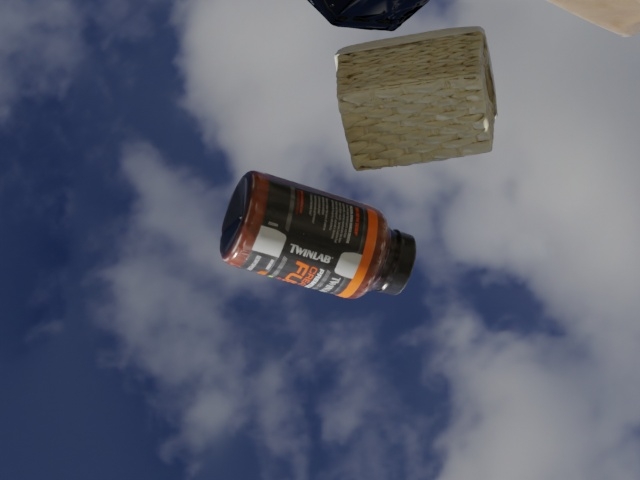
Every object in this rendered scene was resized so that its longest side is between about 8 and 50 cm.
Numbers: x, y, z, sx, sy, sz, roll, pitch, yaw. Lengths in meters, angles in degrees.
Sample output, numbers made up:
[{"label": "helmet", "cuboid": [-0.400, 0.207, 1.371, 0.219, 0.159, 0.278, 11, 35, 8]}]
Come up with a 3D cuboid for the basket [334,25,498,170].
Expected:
[{"label": "basket", "cuboid": [0.102, -0.148, 1.240, 0.103, 0.167, 0.113, -81, -20, -52]}]

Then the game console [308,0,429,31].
[{"label": "game console", "cuboid": [0.155, -0.255, 1.006, 0.361, 0.213, 0.044, -7, -113, -52]}]

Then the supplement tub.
[{"label": "supplement tub", "cuboid": [0.000, 0.000, 1.232, 0.198, 0.106, 0.106, 16, -105, -16]}]

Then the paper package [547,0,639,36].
[{"label": "paper package", "cuboid": [0.178, -0.287, 0.573, 0.309, 0.168, 0.325, 0, -91, -56]}]
